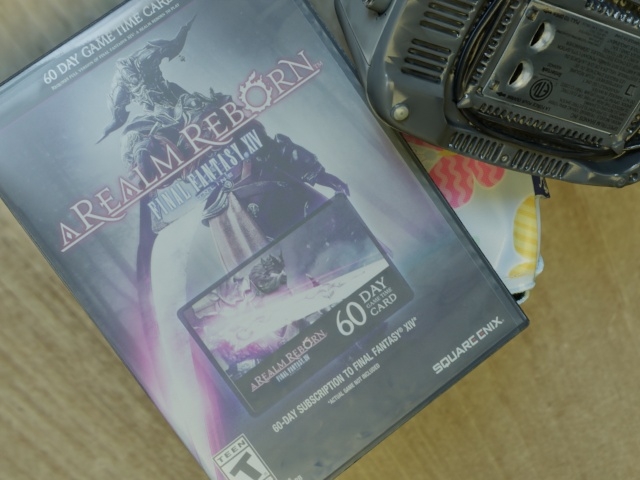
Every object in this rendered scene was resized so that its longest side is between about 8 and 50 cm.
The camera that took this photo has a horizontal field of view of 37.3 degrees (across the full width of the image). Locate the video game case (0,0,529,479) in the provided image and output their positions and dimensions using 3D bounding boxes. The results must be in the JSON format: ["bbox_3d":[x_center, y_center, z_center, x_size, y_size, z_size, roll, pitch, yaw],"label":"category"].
[{"bbox_3d":[-0.037,-0.007,0.519,0.196,0.026,0.274,-36,97,-9],"label":"video game case"}]

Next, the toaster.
[{"bbox_3d":[0.113,-0.122,0.522,0.226,0.146,0.129,11,123,-24],"label":"toaster"}]

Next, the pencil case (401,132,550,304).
[{"bbox_3d":[0.000,0.000,0.595,0.273,0.124,0.113,-8,168,-10],"label":"pencil case"}]
